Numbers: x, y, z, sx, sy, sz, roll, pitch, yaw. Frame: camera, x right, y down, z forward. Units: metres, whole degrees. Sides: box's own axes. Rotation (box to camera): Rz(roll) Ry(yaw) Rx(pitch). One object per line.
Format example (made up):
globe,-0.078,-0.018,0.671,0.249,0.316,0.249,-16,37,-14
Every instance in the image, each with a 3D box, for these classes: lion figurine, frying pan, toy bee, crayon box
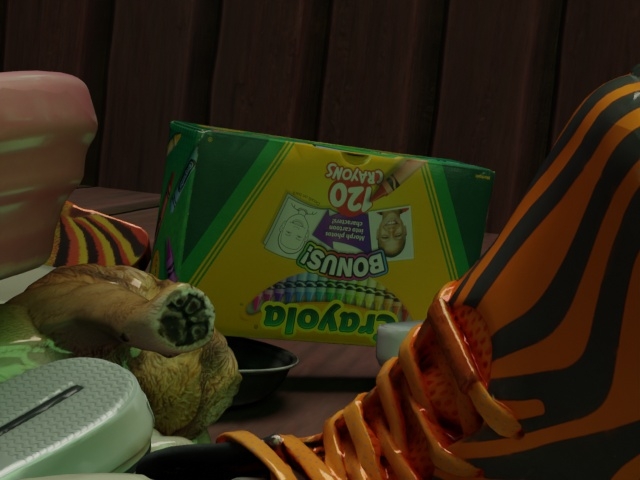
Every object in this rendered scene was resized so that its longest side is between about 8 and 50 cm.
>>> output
lion figurine,-0.198,0.087,0.700,0.392,0.142,0.240,-2,2,-31
frying pan,-0.126,0.089,1.177,0.197,0.053,0.326,6,3,-9
toy bee,-0.346,-0.002,1.564,0.298,0.162,0.195,23,-19,27
crayon box,0.000,0.000,1.196,0.278,0.165,0.081,6,8,-26

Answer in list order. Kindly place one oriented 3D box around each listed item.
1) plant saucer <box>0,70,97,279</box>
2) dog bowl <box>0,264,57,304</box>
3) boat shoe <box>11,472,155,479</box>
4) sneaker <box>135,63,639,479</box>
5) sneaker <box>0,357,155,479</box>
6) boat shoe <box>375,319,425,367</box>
plant saucer,-0.256,0.010,0.638,0.332,0.084,0.332,-18,2,1
dog bowl,-0.277,0.071,0.927,0.265,0.104,0.265,6,6,-1
boat shoe,0.011,0.148,0.344,0.341,0.127,0.158,4,12,-9
sneaker,0.030,0.080,0.474,0.180,0.321,0.124,-2,44,-12
sneaker,-0.162,0.135,0.513,0.258,0.091,0.094,-24,28,-35
boat shoe,0.176,0.118,0.943,0.306,0.105,0.113,10,-1,-24
